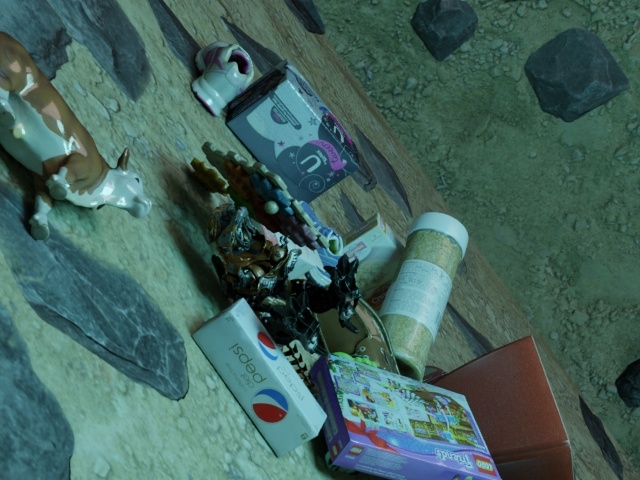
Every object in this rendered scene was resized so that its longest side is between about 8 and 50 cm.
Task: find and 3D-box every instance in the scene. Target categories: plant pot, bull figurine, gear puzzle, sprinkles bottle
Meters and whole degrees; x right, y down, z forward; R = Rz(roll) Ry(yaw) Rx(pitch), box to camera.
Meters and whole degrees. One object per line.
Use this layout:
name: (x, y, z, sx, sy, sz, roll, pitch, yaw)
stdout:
plant pot: (0.308, 0.372, 1.886, 0.267, 0.236, 0.267, -98, 174, -51)
bull figurine: (-0.339, -0.117, 1.294, 0.310, 0.101, 0.188, 51, 20, -21)
gear puzzle: (-0.129, -0.076, 1.673, 0.339, 0.044, 0.175, 26, -22, 52)
sprinkles bottle: (0.186, 0.109, 2.017, 0.121, 0.121, 0.355, 48, 47, -28)

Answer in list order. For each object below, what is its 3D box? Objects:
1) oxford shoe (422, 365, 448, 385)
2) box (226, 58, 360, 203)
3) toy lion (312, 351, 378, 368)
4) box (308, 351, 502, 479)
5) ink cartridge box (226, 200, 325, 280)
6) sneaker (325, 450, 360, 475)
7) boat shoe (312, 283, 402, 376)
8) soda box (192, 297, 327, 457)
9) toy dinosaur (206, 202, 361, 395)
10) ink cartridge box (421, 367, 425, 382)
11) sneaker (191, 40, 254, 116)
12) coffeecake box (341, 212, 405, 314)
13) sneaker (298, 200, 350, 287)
oxford shoe: (0.280, 0.412, 2.105, 0.348, 0.123, 0.130, 59, -20, 29)
box: (-0.053, -0.221, 2.171, 0.247, 0.163, 0.142, 49, 17, -24)
toy lion: (0.049, 0.227, 1.758, 0.100, 0.096, 0.034, 52, 17, -15)
box: (0.133, 0.299, 1.672, 0.293, 0.057, 0.201, 20, 28, -26)
ink cartridge box: (-0.080, 0.002, 1.860, 0.198, 0.067, 0.115, 31, 31, -53)
sneaker: (0.027, 0.325, 1.631, 0.098, 0.038, 0.069, 42, 17, -52)
boat shoe: (0.076, 0.214, 1.831, 0.307, 0.111, 0.104, 58, 16, 4)
soda box: (-0.084, 0.194, 1.484, 0.216, 0.074, 0.069, 55, 17, -4)
toy dinosaur: (-0.059, 0.090, 1.580, 0.322, 0.218, 0.164, 52, 54, -35)
ink cartridge box: (0.156, 0.231, 2.104, 0.109, 0.063, 0.150, 54, 18, -7)
sneaker: (-0.185, -0.346, 2.124, 0.103, 0.111, 0.252, 48, 19, -28)
coffeecake box: (0.115, 0.060, 2.167, 0.185, 0.142, 0.068, 51, 17, -18)
sneaker: (0.000, 0.000, 2.062, 0.080, 0.081, 0.211, 34, 26, -49)
